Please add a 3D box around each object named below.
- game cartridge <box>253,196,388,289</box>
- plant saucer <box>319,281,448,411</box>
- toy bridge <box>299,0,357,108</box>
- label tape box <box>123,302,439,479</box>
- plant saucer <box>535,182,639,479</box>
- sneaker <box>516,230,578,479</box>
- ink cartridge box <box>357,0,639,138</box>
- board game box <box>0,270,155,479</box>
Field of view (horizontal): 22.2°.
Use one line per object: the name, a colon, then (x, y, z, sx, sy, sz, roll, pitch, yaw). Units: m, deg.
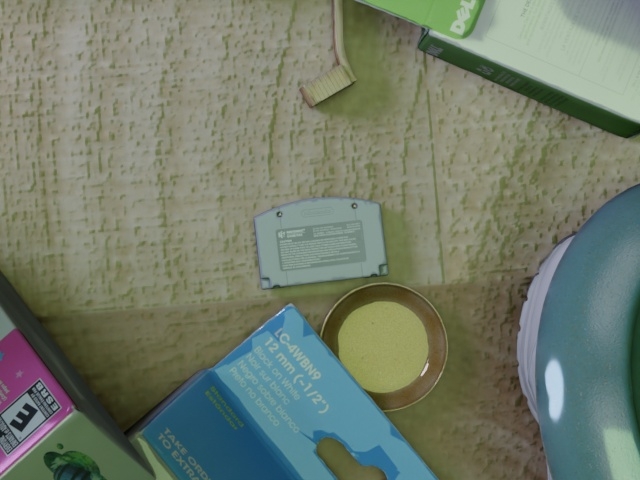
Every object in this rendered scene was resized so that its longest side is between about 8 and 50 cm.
game cartridge: (0.000, 0.000, 1.055, 0.083, 0.017, 0.056, -6, 92, -3)
plant saucer: (0.040, 0.069, 1.054, 0.083, 0.015, 0.083, 0, 88, -3)
toy bridge: (-0.026, -0.182, 1.053, 0.063, 0.026, 0.188, -30, 90, -6)
label tape box: (-0.075, 0.241, 0.991, 0.347, 0.115, 0.249, -39, 90, 1)
plant saucer: (0.271, 0.102, 0.975, 0.317, 0.043, 0.318, 9, 69, -25)
sneaker: (0.185, 0.139, 1.002, 0.111, 0.129, 0.297, -4, 87, -1)
ink cartridge box: (0.129, -0.156, 1.041, 0.209, 0.062, 0.109, 22, 86, -2)
board game box: (-0.280, 0.152, 0.942, 0.303, 0.097, 0.224, -43, 51, -3)
